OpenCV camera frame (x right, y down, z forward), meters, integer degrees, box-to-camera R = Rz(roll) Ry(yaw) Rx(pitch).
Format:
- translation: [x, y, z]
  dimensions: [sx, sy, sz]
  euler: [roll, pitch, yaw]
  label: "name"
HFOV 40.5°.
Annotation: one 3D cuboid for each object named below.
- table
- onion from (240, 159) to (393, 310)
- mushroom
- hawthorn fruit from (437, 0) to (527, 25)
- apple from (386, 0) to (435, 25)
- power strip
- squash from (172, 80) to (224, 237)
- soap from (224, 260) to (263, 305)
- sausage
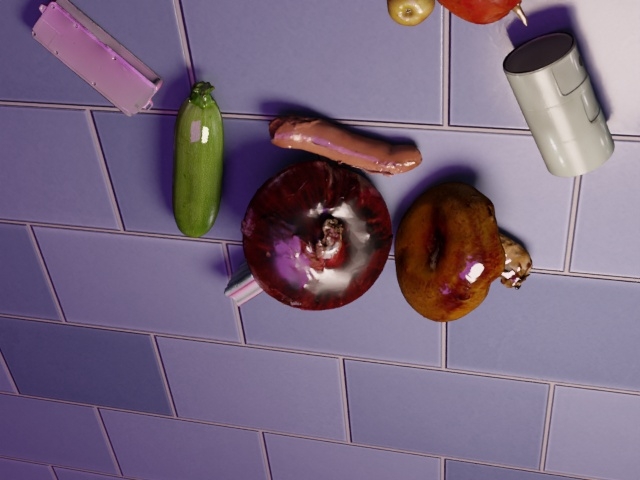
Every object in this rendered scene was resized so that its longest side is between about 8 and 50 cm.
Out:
- translation: [0.410, -0.231, 1.486]
  dimensions: [0.126, 0.126, 0.220]
  euler: [-15, 122, 27]
  label: "table"
- translation: [0.000, 0.000, 1.717]
  dimensions: [0.314, 0.232, 0.313]
  euler: [-4, 108, -12]
  label: "onion"
- translation: [0.261, 0.028, 1.719]
  dimensions: [0.267, 0.267, 0.254]
  euler: [-11, 158, 25]
  label: "mushroom"
- translation: [0.257, -0.431, 1.345]
  dimensions: [0.251, 0.189, 0.190]
  euler: [34, 132, -29]
  label: "hawthorn fruit"
- translation: [0.151, -0.402, 1.464]
  dimensions: [0.084, 0.071, 0.084]
  euler: [9, 130, 11]
  label: "apple"
- translation: [-0.441, -0.360, 1.712]
  dimensions: [0.279, 0.037, 0.109]
  euler: [40, 129, -16]
  label: "power strip"
- translation: [-0.253, -0.148, 1.784]
  dimensions: [0.107, 0.107, 0.395]
  euler: [15, 131, 5]
  label: "squash"
- translation: [-0.139, 0.072, 1.932]
  dimensions: [0.056, 0.100, 0.149]
  euler: [42, 128, -20]
  label: "soap"
- translation: [0.046, -0.184, 1.679]
  dimensions: [0.305, 0.078, 0.078]
  euler: [16, 131, 1]
  label: "sausage"
